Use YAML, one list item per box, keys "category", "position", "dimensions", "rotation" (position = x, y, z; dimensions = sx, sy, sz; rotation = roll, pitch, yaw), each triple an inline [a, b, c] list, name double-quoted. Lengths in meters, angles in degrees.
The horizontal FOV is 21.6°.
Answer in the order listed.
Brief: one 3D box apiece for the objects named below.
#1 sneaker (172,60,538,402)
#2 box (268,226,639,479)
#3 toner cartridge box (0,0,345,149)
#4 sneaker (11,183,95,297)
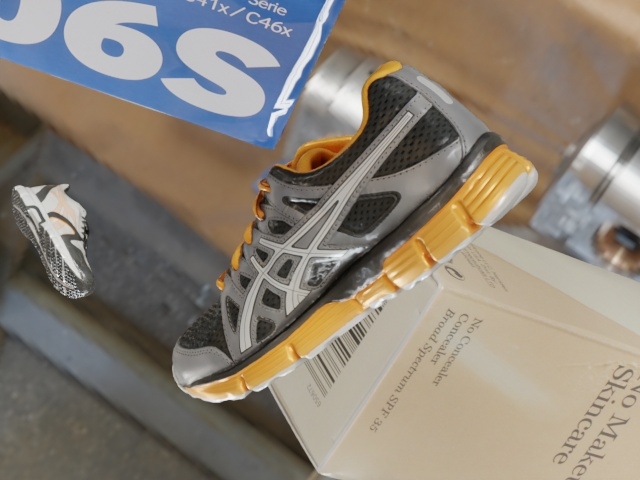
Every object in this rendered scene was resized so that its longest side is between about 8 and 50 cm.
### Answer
- category: "sneaker"
  position: [0.000, 0.000, 0.757]
  dimensions: [0.215, 0.084, 0.083]
  rotation: [-39, 90, 33]
- category: "box"
  position: [0.133, 0.090, 1.063]
  dimensions: [0.311, 0.121, 0.148]
  rotation: [17, 113, -33]
- category: "toner cartridge box"
  position: [-0.151, -0.155, 0.599]
  dimensions: [0.348, 0.075, 0.165]
  rotation: [18, 147, -7]
- category: "sneaker"
  position: [-0.171, -0.004, 1.130]
  dimensions: [0.109, 0.044, 0.040]
  rotation: [55, 147, 38]
